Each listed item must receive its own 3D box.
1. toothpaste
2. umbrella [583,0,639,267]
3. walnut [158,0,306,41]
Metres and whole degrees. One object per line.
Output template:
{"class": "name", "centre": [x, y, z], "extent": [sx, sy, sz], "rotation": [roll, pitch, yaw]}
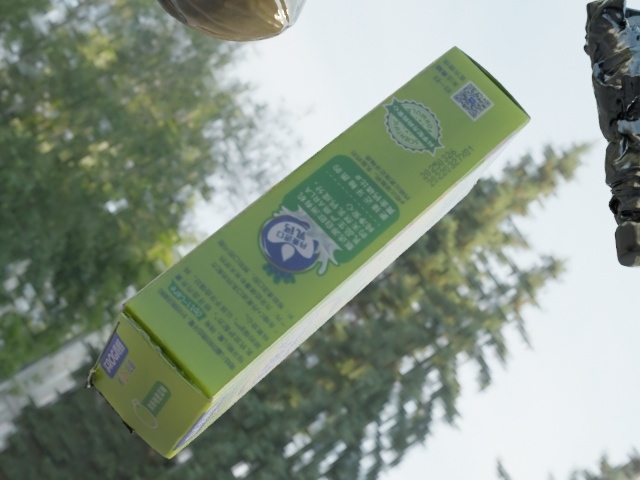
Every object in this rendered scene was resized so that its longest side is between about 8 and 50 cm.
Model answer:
{"class": "toothpaste", "centre": [0.000, 0.000, 0.873], "extent": [0.077, 0.327, 0.110], "rotation": [47, -33, 5]}
{"class": "umbrella", "centre": [0.245, -0.088, 1.062], "extent": [0.071, 0.080, 0.224], "rotation": [-35, -133, 56]}
{"class": "walnut", "centre": [-0.080, -0.242, 1.146], "extent": [0.162, 0.140, 0.140], "rotation": [68, -19, -1]}
